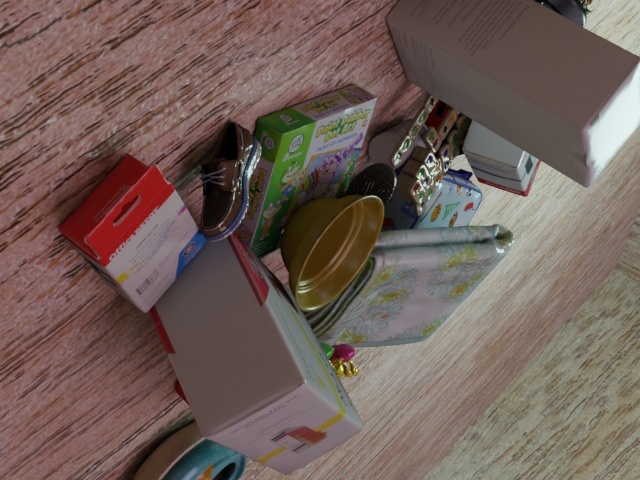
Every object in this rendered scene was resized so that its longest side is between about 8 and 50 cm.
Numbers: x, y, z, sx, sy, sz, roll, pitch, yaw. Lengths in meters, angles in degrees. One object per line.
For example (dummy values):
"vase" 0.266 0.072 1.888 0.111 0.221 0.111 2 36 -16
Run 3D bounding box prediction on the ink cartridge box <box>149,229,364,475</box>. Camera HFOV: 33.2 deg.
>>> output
"ink cartridge box" -0.097 0.174 1.618 0.160 0.279 0.384 -30 156 2

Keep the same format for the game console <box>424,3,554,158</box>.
"game console" 0.345 -0.339 2.107 0.342 0.060 0.386 -13 133 -57

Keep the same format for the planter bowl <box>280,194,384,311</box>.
"planter bowl" 0.000 0.000 1.718 0.217 0.090 0.217 -43 153 -28

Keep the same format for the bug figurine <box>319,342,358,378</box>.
"bug figurine" -0.053 0.222 1.943 0.279 0.216 0.072 21 60 -66

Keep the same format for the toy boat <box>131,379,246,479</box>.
"toy boat" -0.206 0.374 1.873 0.267 0.148 0.318 -32 147 -43

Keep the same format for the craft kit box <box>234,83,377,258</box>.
"craft kit box" -0.031 -0.107 1.701 0.250 0.061 0.246 -28 142 -47

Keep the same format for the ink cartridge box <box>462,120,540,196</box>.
"ink cartridge box" 0.373 -0.215 2.079 0.197 0.114 0.273 -69 162 -3

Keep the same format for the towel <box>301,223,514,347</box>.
"towel" 0.156 0.096 2.052 0.374 0.090 0.320 -4 148 -38

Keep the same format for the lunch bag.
"lunch bag" 0.207 -0.049 2.160 0.243 0.115 0.303 -62 155 9

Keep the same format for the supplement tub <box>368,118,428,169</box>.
"supplement tub" 0.144 -0.172 1.924 0.107 0.071 0.071 -29 145 -45

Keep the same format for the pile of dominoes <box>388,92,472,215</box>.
"pile of dominoes" 0.220 -0.178 1.925 0.251 0.040 0.196 -58 147 -12

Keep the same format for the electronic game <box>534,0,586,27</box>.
"electronic game" 0.330 -0.397 1.773 0.048 0.229 0.229 -63 158 -10

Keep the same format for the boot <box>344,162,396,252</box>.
"boot" 0.091 -0.076 1.874 0.189 0.076 0.208 -54 173 25

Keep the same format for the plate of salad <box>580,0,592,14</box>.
"plate of salad" 0.552 -0.519 2.274 0.200 0.048 0.200 -46 156 -28

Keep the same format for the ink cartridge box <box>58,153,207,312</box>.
"ink cartridge box" -0.243 -0.015 1.379 0.134 0.078 0.231 -50 156 -14

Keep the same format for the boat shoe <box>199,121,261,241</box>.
"boat shoe" -0.136 -0.084 1.471 0.066 0.066 0.183 52 39 -43

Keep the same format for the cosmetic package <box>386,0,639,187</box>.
"cosmetic package" 0.311 -0.272 1.716 0.156 0.385 0.217 -52 157 -8
